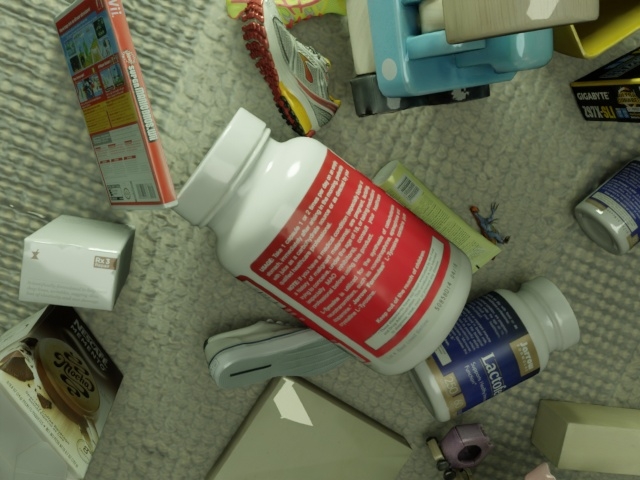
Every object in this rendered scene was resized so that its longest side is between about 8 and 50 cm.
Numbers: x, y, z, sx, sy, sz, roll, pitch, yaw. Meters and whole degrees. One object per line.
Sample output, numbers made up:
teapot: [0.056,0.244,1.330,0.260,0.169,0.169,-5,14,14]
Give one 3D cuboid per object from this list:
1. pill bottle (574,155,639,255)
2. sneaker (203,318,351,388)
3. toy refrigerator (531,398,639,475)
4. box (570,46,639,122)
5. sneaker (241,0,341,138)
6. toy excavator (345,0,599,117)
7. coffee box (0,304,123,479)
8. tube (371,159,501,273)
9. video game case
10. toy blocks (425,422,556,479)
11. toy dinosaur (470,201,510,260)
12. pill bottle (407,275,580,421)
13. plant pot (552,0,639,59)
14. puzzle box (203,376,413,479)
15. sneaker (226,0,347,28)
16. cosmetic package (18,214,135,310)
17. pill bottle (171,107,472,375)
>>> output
pill bottle: [0.530,-0.074,1.113,0.186,0.112,0.112,-40,104,0]
sneaker: [-0.061,0.162,1.067,0.258,0.091,0.094,-3,127,-31]
toy refrigerator: [0.528,0.360,1.200,0.269,0.102,0.094,8,99,-12]
box: [0.589,-0.280,1.010,0.321,0.257,0.079,-28,103,-3]
sneaker: [-0.041,-0.260,0.980,0.092,0.088,0.225,-37,132,-10]
toy excavator: [0.187,-0.276,0.792,0.432,0.445,0.223,-17,104,-37]
coffee box: [-0.386,0.213,0.915,0.118,0.297,0.168,-32,105,1]
tube: [0.183,-0.029,1.094,0.240,0.070,0.062,42,59,-16]
video game case: [-0.283,-0.181,0.914,0.025,0.204,0.285,-22,105,-34]
toy blocks: [0.377,0.445,1.081,0.260,0.309,0.289,-31,121,6]
toy dinosaur: [0.277,-0.020,1.119,0.082,0.047,0.090,30,105,5]
pill bottle: [0.272,0.171,1.094,0.264,0.153,0.153,-26,104,-4]
plant pot: [0.388,-0.404,0.987,0.212,0.187,0.212,-32,104,-2]
puzzle box: [-0.067,0.448,1.141,0.272,0.052,0.409,33,94,-14]
sneaker: [-0.043,-0.347,0.988,0.208,0.081,0.094,9,109,-7]
cosmetic package: [-0.326,0.025,0.923,0.117,0.231,0.086,8,99,-11]
pill bottle: [0.000,0.000,0.975,0.407,0.229,0.229,36,93,-14]
